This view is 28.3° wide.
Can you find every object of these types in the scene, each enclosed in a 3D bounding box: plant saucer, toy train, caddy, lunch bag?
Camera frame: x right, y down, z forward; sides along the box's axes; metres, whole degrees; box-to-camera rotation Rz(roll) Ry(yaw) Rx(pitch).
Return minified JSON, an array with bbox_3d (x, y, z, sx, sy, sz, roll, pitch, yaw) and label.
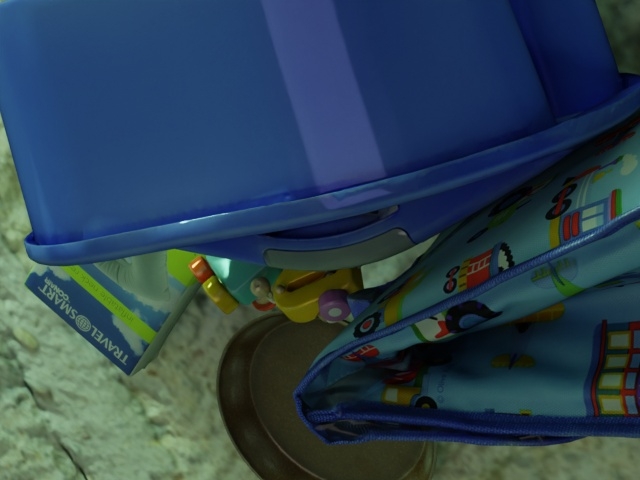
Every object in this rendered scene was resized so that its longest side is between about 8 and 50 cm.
[{"bbox_3d":[0.007,0.117,0.874,0.168,0.029,0.168,14,121,24],"label":"plant saucer"},{"bbox_3d":[0.000,0.000,0.781,0.166,0.125,0.046,-1,145,35],"label":"toy train"},{"bbox_3d":[-0.009,-0.071,0.653,0.341,0.241,0.179,-9,101,34],"label":"caddy"},{"bbox_3d":[0.130,0.007,0.623,0.293,0.221,0.138,-16,106,35],"label":"lunch bag"}]

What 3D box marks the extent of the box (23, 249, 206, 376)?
[{"bbox_3d":[-0.137,0.014,0.894,0.109,0.042,0.178,40,127,6],"label":"box"}]
